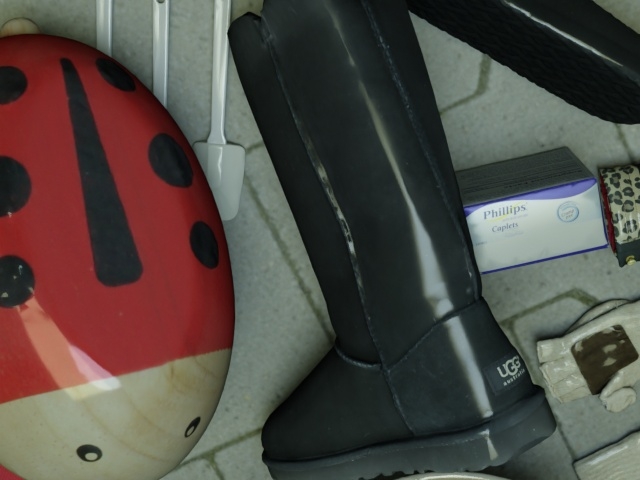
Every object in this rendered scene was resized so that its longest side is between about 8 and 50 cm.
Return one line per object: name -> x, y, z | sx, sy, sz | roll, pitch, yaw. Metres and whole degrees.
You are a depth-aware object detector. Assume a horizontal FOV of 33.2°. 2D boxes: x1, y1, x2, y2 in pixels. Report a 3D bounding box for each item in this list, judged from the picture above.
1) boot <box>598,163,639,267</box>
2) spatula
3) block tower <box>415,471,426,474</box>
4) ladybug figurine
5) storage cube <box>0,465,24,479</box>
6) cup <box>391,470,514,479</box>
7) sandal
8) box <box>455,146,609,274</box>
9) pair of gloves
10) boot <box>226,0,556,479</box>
boot -> 0.385, 0.014, 1.070 | 0.179, 0.085, 0.236 | -13, 95, 7
spatula -> -0.157, -0.142, 1.083 | 0.168, 0.019, 0.242 | 6, 105, 6
block tower -> 0.108, 0.433, 1.200 | 0.097, 0.091, 0.335 | 12, 106, -1
ladybug figurine -> -0.216, 0.002, 0.955 | 0.305, 0.162, 0.449 | -15, 82, -31
storage cube -> -0.336, 0.152, 1.086 | 0.215, 0.183, 0.193 | -42, 99, 13
cup -> 0.131, 0.422, 1.013 | 0.331, 0.331, 0.237 | -4, 131, 3
sandal -> 0.142, -0.261, 0.984 | 0.446, 0.167, 0.107 | 31, 80, -14
box -> 0.197, -0.031, 1.037 | 0.126, 0.137, 0.072 | -13, 106, 6
pair of gloves -> 0.353, 0.172, 1.141 | 0.204, 0.042, 0.240 | -21, 105, 7
boot -> 0.002, -0.001, 1.030 | 0.367, 0.146, 0.445 | -20, 94, 46
